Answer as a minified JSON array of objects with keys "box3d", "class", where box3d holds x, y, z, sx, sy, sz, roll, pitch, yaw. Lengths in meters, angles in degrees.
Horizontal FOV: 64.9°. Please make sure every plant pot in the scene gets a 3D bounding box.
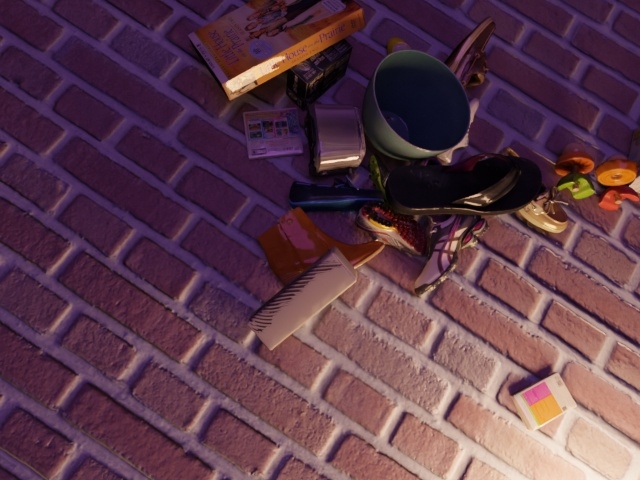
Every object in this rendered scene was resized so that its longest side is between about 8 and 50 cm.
[{"box3d":[0.230,-0.336,1.371,0.290,0.195,0.290,6,73,-20],"class":"plant pot"}]

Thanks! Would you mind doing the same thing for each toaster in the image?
[{"box3d":[0.036,-0.286,1.389,0.146,0.129,0.227,-4,74,-11],"class":"toaster"}]

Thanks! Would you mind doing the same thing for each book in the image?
[{"box3d":[0.585,0.420,1.319,0.144,0.035,0.096,-22,76,-11],"class":"book"}]

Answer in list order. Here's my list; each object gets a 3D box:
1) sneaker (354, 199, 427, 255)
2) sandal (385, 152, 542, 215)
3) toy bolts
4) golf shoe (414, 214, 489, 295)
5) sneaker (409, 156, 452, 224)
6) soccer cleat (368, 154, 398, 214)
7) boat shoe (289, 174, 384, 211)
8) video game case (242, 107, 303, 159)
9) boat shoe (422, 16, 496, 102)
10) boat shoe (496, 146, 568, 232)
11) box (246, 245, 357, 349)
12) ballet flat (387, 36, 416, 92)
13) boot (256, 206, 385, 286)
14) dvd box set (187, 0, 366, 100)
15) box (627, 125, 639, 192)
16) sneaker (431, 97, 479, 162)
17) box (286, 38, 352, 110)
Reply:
[{"box3d":[0.194,-0.027,1.369,0.225,0.092,0.088,32,54,-13],"class":"sneaker"},{"box3d":[0.389,-0.148,1.285,0.445,0.107,0.168,-9,66,-15],"class":"sandal"},{"box3d":[0.816,-0.209,1.428,0.228,0.218,0.159,18,68,-20],"class":"toy bolts"},{"box3d":[0.324,0.025,1.345,0.120,0.105,0.273,39,86,8],"class":"golf shoe"},{"box3d":[0.331,-0.136,1.393,0.095,0.104,0.236,-26,83,-14],"class":"sneaker"},{"box3d":[0.190,-0.160,1.412,0.072,0.060,0.179,-19,85,-20],"class":"soccer cleat"},{"box3d":[0.045,-0.133,1.362,0.258,0.109,0.089,1,71,-8],"class":"boat shoe"},{"box3d":[-0.135,-0.304,1.429,0.157,0.019,0.143,-7,77,-7],"class":"video game case"},{"box3d":[0.434,-0.507,1.497,0.123,0.123,0.342,37,78,-6],"class":"boat shoe"},{"box3d":[0.593,-0.140,1.417,0.285,0.089,0.104,43,54,6],"class":"boat shoe"},{"box3d":[-0.042,0.138,1.227,0.275,0.113,0.094,-40,93,8],"class":"box"},{"box3d":[0.256,-0.521,1.495,0.077,0.077,0.231,-9,77,-7],"class":"ballet flat"},{"box3d":[-0.001,0.000,1.316,0.295,0.104,0.211,-27,89,-5],"class":"boot"},{"box3d":[-0.130,-0.578,1.386,0.420,0.062,0.308,-30,52,-5],"class":"dvd box set"},{"box3d":[0.994,-0.249,1.489,0.103,0.114,0.203,21,76,0],"class":"box"},{"box3d":[0.407,-0.319,1.471,0.094,0.080,0.212,41,82,-7],"class":"sneaker"},{"box3d":[-0.007,-0.479,1.420,0.077,0.147,0.180,45,76,5],"class":"box"}]
